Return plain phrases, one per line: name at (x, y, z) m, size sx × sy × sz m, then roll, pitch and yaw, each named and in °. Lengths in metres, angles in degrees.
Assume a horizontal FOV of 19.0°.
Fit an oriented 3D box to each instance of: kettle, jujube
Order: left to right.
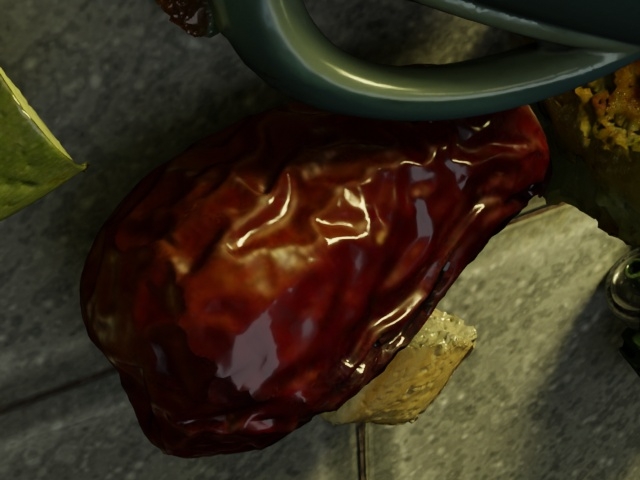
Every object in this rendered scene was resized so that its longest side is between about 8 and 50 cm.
jujube at (0.000, 0.000, 1.309) m, size 0.342 × 0.216 × 0.216 m, roll -31°, pitch 136°, yaw -16°
kettle at (0.087, -0.218, 1.142) m, size 0.342 × 0.247 × 0.319 m, roll 4°, pitch 110°, yaw -21°

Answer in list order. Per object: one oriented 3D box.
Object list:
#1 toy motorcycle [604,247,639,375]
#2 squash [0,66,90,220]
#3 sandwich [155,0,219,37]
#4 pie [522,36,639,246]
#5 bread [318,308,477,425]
toy motorcycle at (0.360, 0.039, 1.614) m, size 0.275 × 0.127 × 0.205 m, roll -39°, pitch 133°, yaw 5°
squash at (-0.287, -0.022, 1.170) m, size 0.287 × 0.137 × 0.137 m, roll -33°, pitch 137°, yaw 11°
sandwich at (-0.106, -0.175, 1.203) m, size 0.135 × 0.029 × 0.067 m, roll 17°, pitch 113°, yaw -40°
pie at (0.265, -0.143, 1.288) m, size 0.103 × 0.288 × 0.354 m, roll 20°, pitch 117°, yaw -39°
bread at (0.045, 0.088, 1.484) m, size 0.125 × 0.082 × 0.106 m, roll 5°, pitch 132°, yaw -48°
